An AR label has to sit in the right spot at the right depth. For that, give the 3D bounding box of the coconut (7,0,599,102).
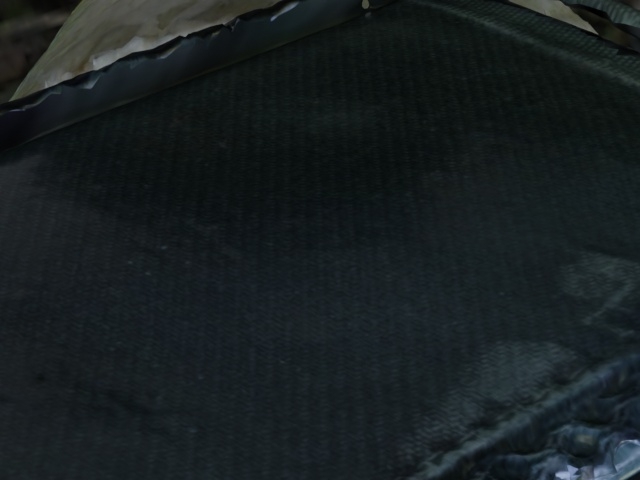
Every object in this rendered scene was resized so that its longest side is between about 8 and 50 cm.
[{"bbox_3d":[0.000,0.000,0.825,0.329,0.329,0.329,-14,139,-13],"label":"coconut"}]

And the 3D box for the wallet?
[{"bbox_3d":[-0.015,0.023,0.504,0.342,0.237,0.075,-27,132,-33],"label":"wallet"}]
